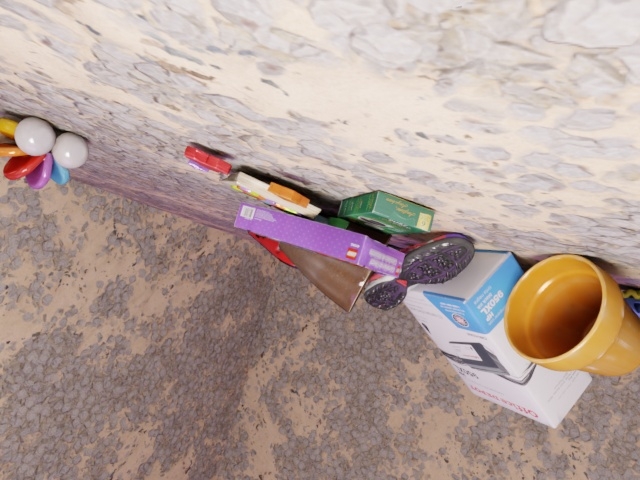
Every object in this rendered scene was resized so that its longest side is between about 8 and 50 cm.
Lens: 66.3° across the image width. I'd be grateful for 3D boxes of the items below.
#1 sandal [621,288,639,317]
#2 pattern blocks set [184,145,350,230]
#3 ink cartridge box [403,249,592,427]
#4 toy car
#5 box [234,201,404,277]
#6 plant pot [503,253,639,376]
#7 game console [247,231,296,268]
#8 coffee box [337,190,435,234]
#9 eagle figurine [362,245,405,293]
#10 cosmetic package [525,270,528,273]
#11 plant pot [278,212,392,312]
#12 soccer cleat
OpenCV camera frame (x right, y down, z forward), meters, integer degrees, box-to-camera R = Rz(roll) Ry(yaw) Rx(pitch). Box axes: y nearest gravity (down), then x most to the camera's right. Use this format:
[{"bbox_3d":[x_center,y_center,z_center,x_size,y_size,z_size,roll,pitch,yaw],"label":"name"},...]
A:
[{"bbox_3d":[0.742,0.187,1.012,0.317,0.138,0.126,14,177,34],"label":"sandal"},{"bbox_3d":[-0.101,-0.086,0.945,0.324,0.026,0.285,23,177,-11],"label":"pattern blocks set"},{"bbox_3d":[0.402,0.217,1.170,0.395,0.166,0.285,52,163,-15],"label":"ink cartridge box"},{"bbox_3d":[-0.597,-0.178,1.031,0.159,0.136,0.182,12,174,33],"label":"toy car"},{"bbox_3d":[0.000,0.000,0.991,0.293,0.057,0.201,16,178,31],"label":"box"},{"bbox_3d":[0.480,0.156,0.893,0.187,0.205,0.205,28,171,-19],"label":"plant pot"},{"bbox_3d":[-0.051,0.040,1.706,0.341,0.060,0.386,20,-171,-34],"label":"game console"},{"bbox_3d":[0.112,-0.046,0.881,0.113,0.041,0.184,19,175,-14],"label":"coffee box"},{"bbox_3d":[0.177,0.082,1.536,0.298,0.225,0.226,-16,-121,-33],"label":"eagle figurine"},{"bbox_3d":[0.612,0.166,1.219,0.237,0.127,0.107,16,175,-25],"label":"cosmetic package"},{"bbox_3d":[0.022,0.028,1.196,0.230,0.215,0.215,28,177,8],"label":"plant pot"},{"bbox_3d":[0.211,0.049,1.090,0.108,0.117,0.318,32,140,-14],"label":"soccer cleat"}]
